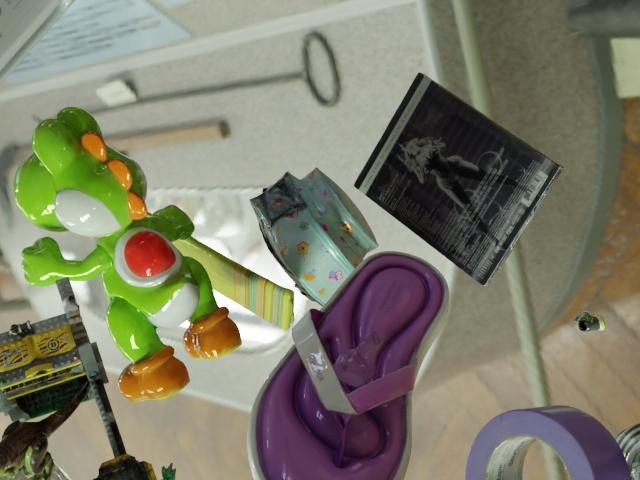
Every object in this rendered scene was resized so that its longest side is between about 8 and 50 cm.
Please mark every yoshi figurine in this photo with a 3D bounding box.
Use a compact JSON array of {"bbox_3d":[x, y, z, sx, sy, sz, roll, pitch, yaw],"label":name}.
[{"bbox_3d":[-0.259,0.010,1.395,0.362,0.203,0.203,64,-168,-13],"label":"yoshi figurine"}]

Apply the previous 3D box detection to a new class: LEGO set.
[{"bbox_3d":[-0.302,0.178,0.989,0.192,0.332,0.254,92,165,-58],"label":"LEGO set"}]

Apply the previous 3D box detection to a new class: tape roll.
[{"bbox_3d":[0.272,0.296,1.356,0.189,0.080,0.188,-2,87,45],"label":"tape roll"}]

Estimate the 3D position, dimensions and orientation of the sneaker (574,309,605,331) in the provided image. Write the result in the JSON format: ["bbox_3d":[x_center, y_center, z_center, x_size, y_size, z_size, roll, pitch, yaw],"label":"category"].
[{"bbox_3d":[0.427,0.131,1.813,0.083,0.035,0.031,171,90,-77],"label":"sneaker"}]

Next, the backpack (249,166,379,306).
[{"bbox_3d":[0.000,0.000,1.638,0.166,0.144,0.188,49,-164,-42],"label":"backpack"}]

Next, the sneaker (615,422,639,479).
[{"bbox_3d":[0.572,0.314,1.397,0.257,0.448,0.169,-121,51,-78],"label":"sneaker"}]

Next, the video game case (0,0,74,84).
[{"bbox_3d":[-0.222,-0.133,0.486,0.212,0.193,0.023,37,167,2],"label":"video game case"}]

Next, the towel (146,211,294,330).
[{"bbox_3d":[-0.138,0.038,1.523,0.237,0.021,0.102,29,150,12],"label":"towel"}]

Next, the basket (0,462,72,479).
[{"bbox_3d":[-0.413,0.383,1.631,0.167,0.113,0.103,36,162,33],"label":"basket"}]

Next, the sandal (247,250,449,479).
[{"bbox_3d":[0.034,0.123,1.180,0.170,0.416,0.102,14,128,8],"label":"sandal"}]

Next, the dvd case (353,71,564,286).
[{"bbox_3d":[0.156,-0.074,1.323,0.221,0.018,0.164,39,109,29],"label":"dvd case"}]
